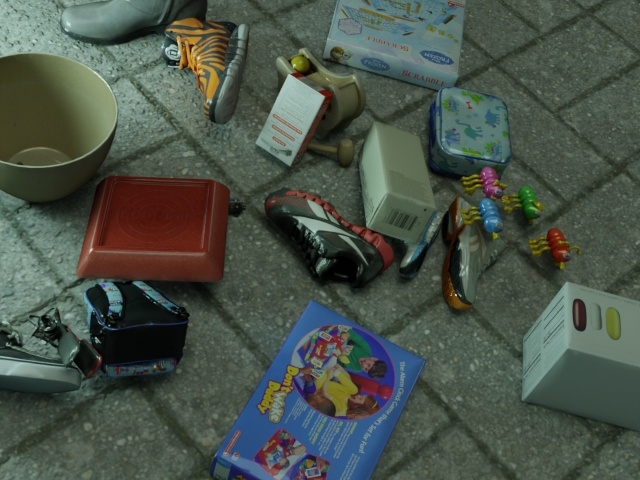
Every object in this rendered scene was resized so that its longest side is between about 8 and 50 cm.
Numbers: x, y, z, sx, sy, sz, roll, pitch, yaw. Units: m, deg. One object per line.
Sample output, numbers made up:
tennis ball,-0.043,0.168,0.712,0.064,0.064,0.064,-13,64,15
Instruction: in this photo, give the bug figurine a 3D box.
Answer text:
bug figurine,0.396,-0.052,1.825,0.279,0.072,0.216,20,38,-30

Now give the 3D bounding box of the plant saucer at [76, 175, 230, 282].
plant saucer,-0.301,-0.035,1.665,0.258,0.048,0.259,2,43,-3

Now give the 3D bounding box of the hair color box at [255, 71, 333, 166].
hair color box,-0.054,-0.248,1.857,0.093,0.167,0.053,34,24,11

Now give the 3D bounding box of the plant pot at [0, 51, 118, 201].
plant pot,-0.519,-0.180,1.672,0.284,0.191,0.284,7,52,-9

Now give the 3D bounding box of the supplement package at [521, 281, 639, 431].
supplement package,0.523,0.216,1.631,0.261,0.204,0.145,15,52,-4

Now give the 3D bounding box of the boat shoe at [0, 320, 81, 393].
boat shoe,-0.530,0.176,1.450,0.306,0.113,0.105,7,66,2

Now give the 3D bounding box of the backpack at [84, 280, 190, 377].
backpack,-0.320,0.139,1.526,0.158,0.117,0.173,-3,23,-32

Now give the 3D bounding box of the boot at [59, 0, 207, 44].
boot,-0.396,-0.549,1.963,0.338,0.223,0.118,-12,58,-23

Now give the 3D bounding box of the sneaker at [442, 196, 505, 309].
sneaker,0.311,0.027,1.793,0.121,0.099,0.263,15,52,-9

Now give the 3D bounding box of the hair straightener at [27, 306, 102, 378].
hair straightener,-0.422,0.148,1.465,0.089,0.047,0.230,35,0,-33

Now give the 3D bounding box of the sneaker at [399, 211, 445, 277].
sneaker,0.180,0.001,1.802,0.082,0.071,0.191,22,43,11

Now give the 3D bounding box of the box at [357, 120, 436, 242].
box,0.147,-0.121,1.806,0.113,0.094,0.275,18,33,-14

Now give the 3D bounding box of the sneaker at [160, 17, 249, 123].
sneaker,-0.259,-0.366,1.941,0.180,0.125,0.321,9,41,-3

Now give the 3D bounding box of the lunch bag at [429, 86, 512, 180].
lunch bag,0.324,-0.235,1.995,0.176,0.090,0.219,10,52,-8

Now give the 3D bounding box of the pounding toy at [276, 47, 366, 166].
pounding toy,-0.012,-0.290,1.910,0.154,0.154,0.269,-27,64,-30

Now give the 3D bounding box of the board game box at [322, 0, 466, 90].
board game box,0.186,-0.520,2.191,0.318,0.066,0.318,15,51,-3

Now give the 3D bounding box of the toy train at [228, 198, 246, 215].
toy train,-0.224,-0.065,1.767,0.158,0.027,0.036,-3,42,-15

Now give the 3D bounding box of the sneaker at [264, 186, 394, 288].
sneaker,0.000,0.000,1.728,0.276,0.098,0.135,31,50,8

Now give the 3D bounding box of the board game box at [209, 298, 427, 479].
board game box,0.004,0.293,1.519,0.233,0.078,0.347,28,52,7
